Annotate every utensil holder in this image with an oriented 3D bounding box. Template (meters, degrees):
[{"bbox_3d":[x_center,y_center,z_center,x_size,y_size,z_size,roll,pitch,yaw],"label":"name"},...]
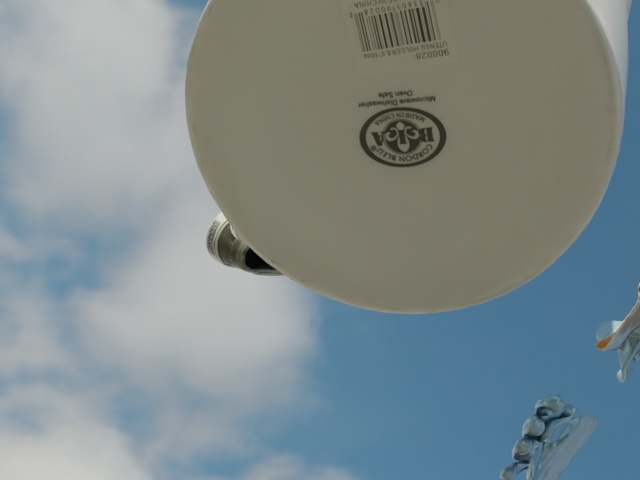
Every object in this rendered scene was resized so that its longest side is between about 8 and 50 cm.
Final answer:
[{"bbox_3d":[0.089,-0.160,0.992,0.327,0.385,0.328,5,-62,10],"label":"utensil holder"}]

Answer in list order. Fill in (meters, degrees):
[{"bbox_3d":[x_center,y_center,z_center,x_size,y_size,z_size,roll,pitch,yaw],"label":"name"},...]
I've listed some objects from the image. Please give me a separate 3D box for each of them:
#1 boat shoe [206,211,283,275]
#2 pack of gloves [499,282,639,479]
[{"bbox_3d":[0.000,0.000,1.172,0.070,0.219,0.078,27,-60,49],"label":"boat shoe"},{"bbox_3d":[0.200,0.104,0.950,0.046,0.195,0.232,38,0,22],"label":"pack of gloves"}]
